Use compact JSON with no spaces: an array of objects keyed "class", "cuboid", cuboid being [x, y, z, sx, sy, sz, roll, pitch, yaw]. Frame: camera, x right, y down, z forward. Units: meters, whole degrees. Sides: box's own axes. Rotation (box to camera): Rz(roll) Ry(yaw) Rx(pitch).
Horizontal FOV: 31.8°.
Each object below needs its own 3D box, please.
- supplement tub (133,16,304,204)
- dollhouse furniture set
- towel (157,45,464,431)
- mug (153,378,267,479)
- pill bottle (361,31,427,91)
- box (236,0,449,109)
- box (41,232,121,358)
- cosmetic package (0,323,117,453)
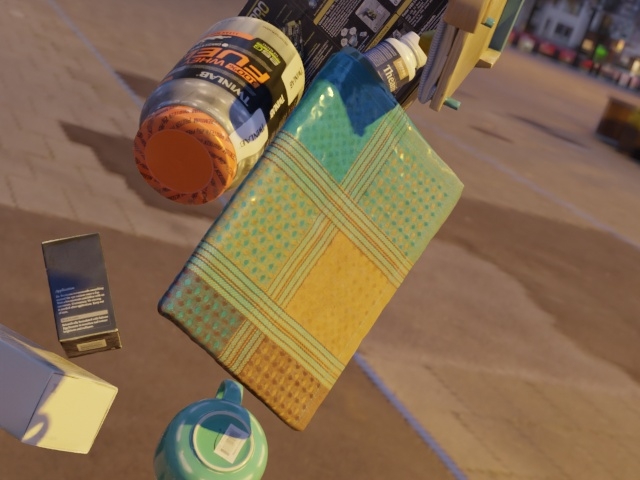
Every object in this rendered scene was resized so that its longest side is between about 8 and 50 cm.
[{"class":"supplement tub","cuboid":[-0.156,-0.200,1.729,0.193,0.194,0.316,21,38,4]},{"class":"dollhouse furniture set","cuboid":[0.105,-0.281,1.188,0.198,0.303,0.286,27,41,10]},{"class":"towel","cuboid":[0.000,0.000,1.277,0.040,0.370,0.271,15,-26,49]},{"class":"mug","cuboid":[-0.133,0.244,1.356,0.129,0.097,0.158,-9,66,-26]},{"class":"pill bottle","cuboid":[0.088,-0.237,1.547,0.067,0.120,0.067,55,-10,14]},{"class":"box","cuboid":[0.058,-0.359,1.814,0.318,0.395,0.097,44,34,5]},{"class":"box","cuboid":[-0.369,0.088,1.742,0.093,0.158,0.156,-10,-14,-11]},{"class":"cosmetic package","cuboid":[-0.476,0.197,1.675,0.309,0.113,0.160,23,-5,31]}]
